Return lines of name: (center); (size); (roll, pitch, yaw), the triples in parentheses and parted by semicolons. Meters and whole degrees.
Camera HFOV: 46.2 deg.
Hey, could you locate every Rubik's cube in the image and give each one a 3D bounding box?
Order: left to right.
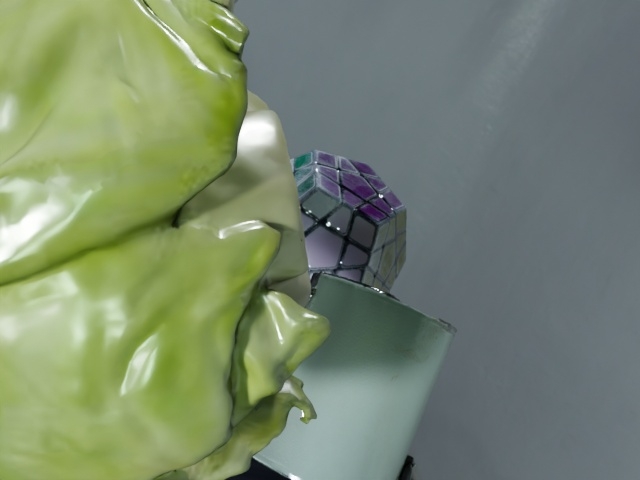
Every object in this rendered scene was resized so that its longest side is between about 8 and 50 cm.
Rubik's cube: (0.000, 0.000, 1.327); (0.319, 0.319, 0.264); (-34, 54, 52)

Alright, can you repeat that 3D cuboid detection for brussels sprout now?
brussels sprout: (-0.198, 0.008, 0.576); (0.342, 0.360, 0.426); (-130, 32, -72)

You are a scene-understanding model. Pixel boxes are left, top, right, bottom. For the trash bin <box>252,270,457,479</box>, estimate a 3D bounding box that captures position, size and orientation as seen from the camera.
trash bin: (0.038, 0.204, 1.036); (0.263, 0.277, 0.217); (-66, 10, -9)
